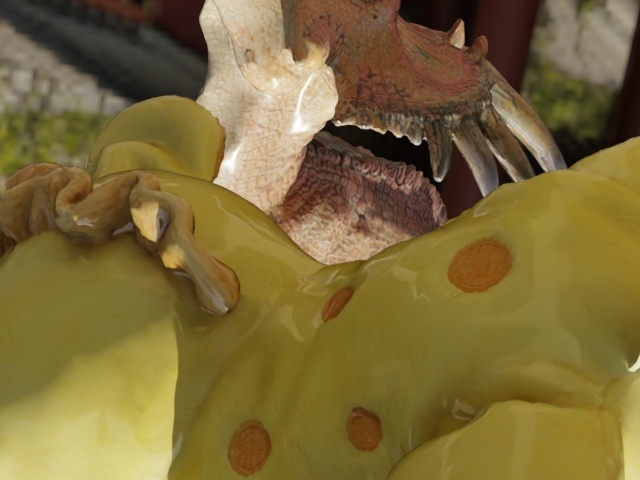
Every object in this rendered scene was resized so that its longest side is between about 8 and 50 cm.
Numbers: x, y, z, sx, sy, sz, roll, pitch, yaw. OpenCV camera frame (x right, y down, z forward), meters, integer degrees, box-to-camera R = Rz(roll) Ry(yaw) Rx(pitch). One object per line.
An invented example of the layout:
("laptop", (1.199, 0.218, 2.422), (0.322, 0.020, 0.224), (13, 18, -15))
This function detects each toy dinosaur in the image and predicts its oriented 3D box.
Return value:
("toy dinosaur", (0.000, 0.000, 0.681), (0.127, 0.200, 0.295), (47, 178, 17))

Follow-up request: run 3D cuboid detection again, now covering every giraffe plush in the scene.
("giraffe plush", (-0.009, 0.050, 0.418), (0.170, 0.210, 0.181), (12, -160, 25))
